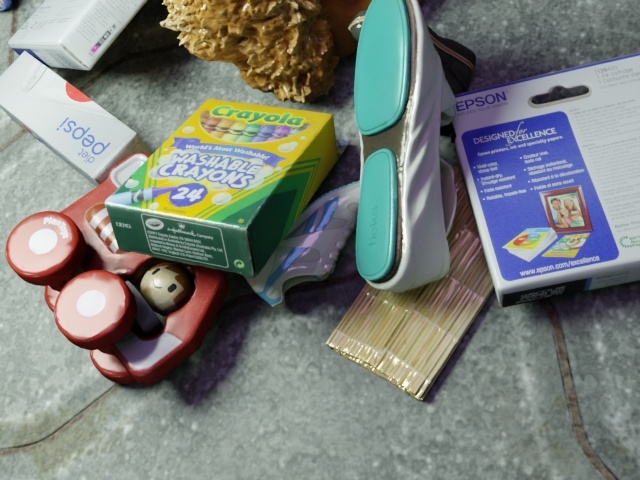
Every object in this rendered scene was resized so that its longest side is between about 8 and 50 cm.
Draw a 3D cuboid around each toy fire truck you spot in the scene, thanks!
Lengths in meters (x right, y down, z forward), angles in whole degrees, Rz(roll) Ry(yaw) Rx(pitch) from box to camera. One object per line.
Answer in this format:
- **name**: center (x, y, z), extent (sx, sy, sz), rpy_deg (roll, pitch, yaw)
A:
- **toy fire truck**: center (-0.255, 0.035, 1.167), extent (0.254, 0.169, 0.302), rpy_deg (-39, 63, -14)

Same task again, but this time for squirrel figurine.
- **squirrel figurine**: center (-0.041, -0.409, 1.191), extent (0.281, 0.370, 0.396), rpy_deg (21, 73, 22)

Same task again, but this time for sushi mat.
- **sushi mat**: center (0.155, 0.046, 1.132), extent (0.151, 0.019, 0.316), rpy_deg (29, 76, 25)

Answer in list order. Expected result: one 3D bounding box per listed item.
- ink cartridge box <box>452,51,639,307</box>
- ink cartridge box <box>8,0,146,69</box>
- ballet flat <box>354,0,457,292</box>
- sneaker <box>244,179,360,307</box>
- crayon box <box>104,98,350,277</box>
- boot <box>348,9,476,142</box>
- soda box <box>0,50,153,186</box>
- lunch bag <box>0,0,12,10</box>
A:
- **ink cartridge box**: center (0.343, -0.085, 1.106), extent (0.304, 0.072, 0.307), rpy_deg (-12, 58, 5)
- **ink cartridge box**: center (-0.337, -0.415, 1.357), extent (0.330, 0.071, 0.324), rpy_deg (-52, 32, -11)
- **ballet flat**: center (0.118, -0.129, 1.114), extent (0.139, 0.139, 0.399), rpy_deg (0, 82, 14)
- **sneaker**: center (0.000, 0.000, 1.165), extent (0.229, 0.087, 0.092), rpy_deg (-36, 80, -3)
- **crayon box**: center (-0.112, -0.096, 1.147), extent (0.203, 0.083, 0.323), rpy_deg (10, 40, 21)
- **boot**: center (0.126, -0.231, 1.193), extent (0.198, 0.077, 0.136), rpy_deg (17, 72, -16)
- **soda box**: center (-0.393, -0.181, 1.336), extent (0.286, 0.091, 0.098), rpy_deg (36, 79, 25)
- **lunch bag**: center (-0.679, -0.532, 1.485), extent (0.304, 0.243, 0.114), rpy_deg (18, 72, 20)
